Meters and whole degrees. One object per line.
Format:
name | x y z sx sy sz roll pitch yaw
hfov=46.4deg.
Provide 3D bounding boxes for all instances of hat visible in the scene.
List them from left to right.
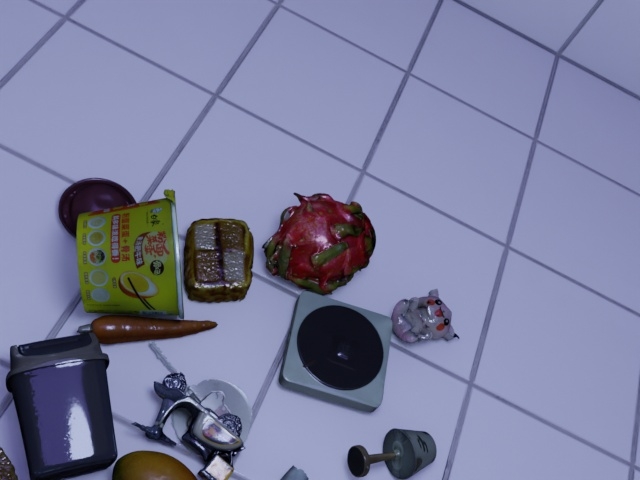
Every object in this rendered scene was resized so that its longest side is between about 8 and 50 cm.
hat | -0.556 -0.079 1.880 0.205 0.089 0.205 10 57 -16

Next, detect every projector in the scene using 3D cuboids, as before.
projector | 0.041 0.281 1.884 0.259 0.079 0.257 19 55 -9

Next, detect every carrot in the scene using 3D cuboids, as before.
carrot | -0.407 0.212 1.779 0.336 0.069 0.069 3 59 -26

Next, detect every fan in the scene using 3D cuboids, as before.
fan | -0.297 0.363 1.749 0.329 0.009 0.191 46 58 8

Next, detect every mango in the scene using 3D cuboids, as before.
mango | -0.334 0.528 1.564 0.151 0.120 0.221 -30 74 -38

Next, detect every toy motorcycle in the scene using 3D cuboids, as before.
toy motorcycle | -0.286 0.416 1.666 0.263 0.091 0.157 38 62 1

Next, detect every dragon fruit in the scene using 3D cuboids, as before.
dragon fruit | 0.001 0.009 1.955 0.302 0.237 0.231 -28 51 -21

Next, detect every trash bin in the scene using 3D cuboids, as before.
trash bin | -0.541 0.345 1.570 0.209 0.182 0.290 -7 68 -27

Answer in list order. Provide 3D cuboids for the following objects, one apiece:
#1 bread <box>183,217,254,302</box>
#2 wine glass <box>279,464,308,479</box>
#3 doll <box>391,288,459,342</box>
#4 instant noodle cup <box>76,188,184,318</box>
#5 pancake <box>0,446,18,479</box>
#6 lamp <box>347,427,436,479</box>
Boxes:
bread | -0.258 0.052 1.909 0.181 0.096 0.222 4 59 -15
wine glass | -0.109 0.607 1.636 0.074 0.074 0.262 37 53 4
doll | 0.276 0.216 2.006 0.192 0.095 0.149 -10 70 -28
instant noodle cup | -0.439 0.041 1.738 0.221 0.311 0.311 -4 61 -12
pancake | -0.738 0.471 1.496 0.376 0.054 0.197 42 53 10
lamp | 0.171 0.507 1.763 0.214 0.121 0.121 2 58 -35
